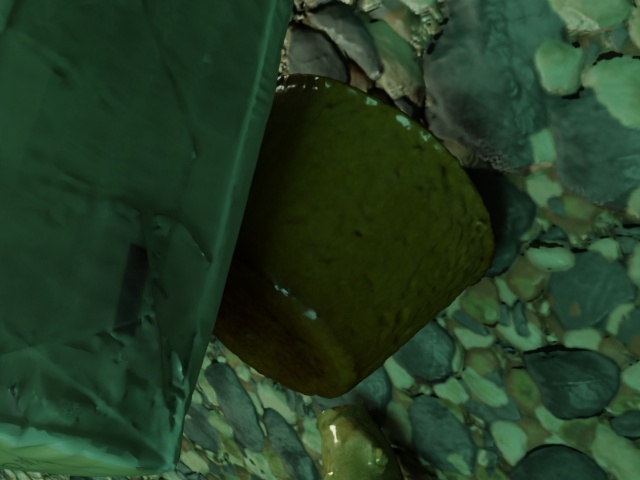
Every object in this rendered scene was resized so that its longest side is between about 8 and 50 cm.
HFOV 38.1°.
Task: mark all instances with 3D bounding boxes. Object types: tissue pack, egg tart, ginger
[{"bbox_3d":[-0.236,-0.024,0.620,0.205,0.331,0.405,27,155,-35],"label":"tissue pack"},{"bbox_3d":[0.000,0.000,0.654,0.215,0.171,0.215,30,151,19],"label":"egg tart"},{"bbox_3d":[0.085,0.354,0.902,0.363,0.122,0.348,40,149,25],"label":"ginger"}]
